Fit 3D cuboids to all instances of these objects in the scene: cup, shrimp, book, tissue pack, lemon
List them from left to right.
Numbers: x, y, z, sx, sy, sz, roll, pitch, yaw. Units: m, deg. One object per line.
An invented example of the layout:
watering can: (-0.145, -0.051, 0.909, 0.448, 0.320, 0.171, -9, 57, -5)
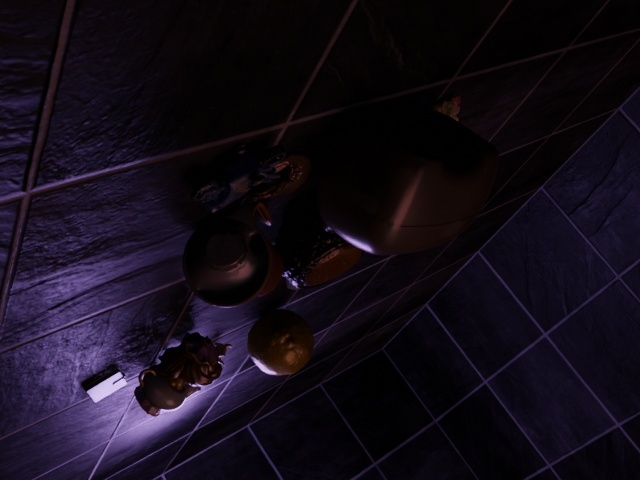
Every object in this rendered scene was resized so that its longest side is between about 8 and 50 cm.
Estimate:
book: (-0.546, 0.371, 2.013, 0.103, 0.017, 0.135, -30, 163, -18)
cup: (-0.161, 0.029, 1.657, 0.264, 0.182, 0.226, 27, 84, -79)
shrimp: (-0.081, -0.122, 1.566, 0.162, 0.045, 0.095, -24, 159, -30)
lemon: (-0.121, 0.311, 2.384, 0.204, 0.204, 0.260, -33, 161, -10)
tissue pack: (0.180, -0.114, 1.671, 0.387, 0.267, 0.277, -14, 132, -48)

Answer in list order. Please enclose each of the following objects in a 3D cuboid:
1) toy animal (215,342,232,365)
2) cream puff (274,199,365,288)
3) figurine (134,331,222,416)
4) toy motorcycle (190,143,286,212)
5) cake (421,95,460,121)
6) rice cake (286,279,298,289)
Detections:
toy animal: (-0.302, 0.339, 2.354, 0.081, 0.060, 0.083, -31, 154, -15)
cream puff: (0.000, 0.000, 1.846, 0.239, 0.165, 0.239, -29, 161, -11)
figurine: (-0.374, 0.355, 2.111, 0.263, 0.142, 0.189, -40, 140, 11)
toy motorcycle: (-0.152, -0.110, 1.420, 0.205, 0.076, 0.114, -30, 171, -28)
cake: (0.275, -0.243, 1.881, 0.109, 0.090, 0.225, -23, 158, -21)
rice cake: (0.041, 0.046, 2.237, 0.336, 0.063, 0.066, -26, 154, -28)
